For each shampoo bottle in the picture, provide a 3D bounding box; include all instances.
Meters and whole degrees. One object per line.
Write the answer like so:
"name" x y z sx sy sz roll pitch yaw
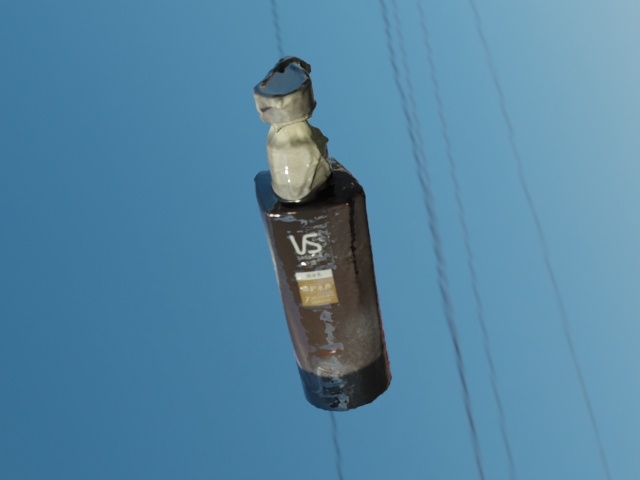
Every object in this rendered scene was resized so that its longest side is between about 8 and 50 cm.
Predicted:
"shampoo bottle" -0.001 0.001 0.627 0.063 0.057 0.208 -106 4 -57
